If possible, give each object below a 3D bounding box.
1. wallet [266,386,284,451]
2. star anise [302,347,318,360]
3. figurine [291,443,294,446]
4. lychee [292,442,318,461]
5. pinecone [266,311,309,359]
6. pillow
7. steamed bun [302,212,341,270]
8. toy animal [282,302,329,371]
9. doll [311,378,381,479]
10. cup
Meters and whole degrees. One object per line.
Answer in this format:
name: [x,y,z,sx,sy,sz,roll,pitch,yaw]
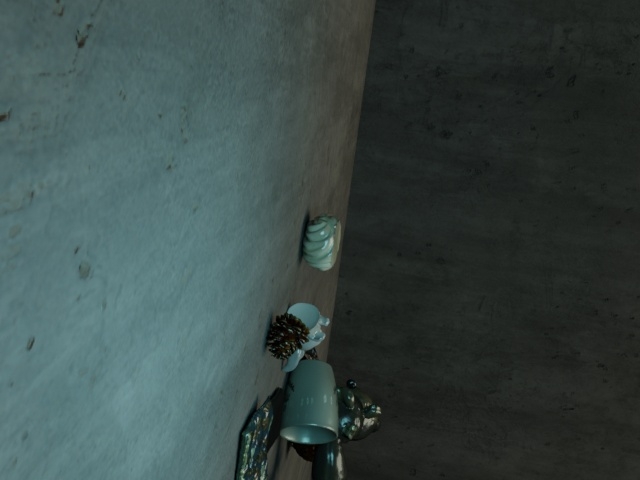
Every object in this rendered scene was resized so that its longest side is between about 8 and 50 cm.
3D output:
wallet: [-0.137,0.497,1.576,0.285,0.030,0.145,14,80,-82]
star anise: [-0.032,0.527,2.271,0.272,0.103,0.271,8,90,-81]
figurine: [-0.080,0.785,2.409,0.143,0.068,0.101,-52,147,-43]
lychee: [-0.025,0.754,2.284,0.200,0.200,0.238,-68,168,-66]
pinecone: [-0.080,0.235,1.404,0.102,0.102,0.109,84,28,-68]
pillow: [-0.155,0.511,1.350,0.189,0.034,0.255,-37,133,-74]
steamed bun: [0.000,0.000,1.784,0.183,0.106,0.182,6,90,-81]
toy animal: [-0.044,0.297,1.727,0.103,0.131,0.220,-96,-170,-48]
doll: [0.060,0.689,2.097,0.378,0.252,0.382,-60,155,-12]
cup: [-0.040,0.541,1.923,0.258,0.187,0.234,107,-11,-51]
